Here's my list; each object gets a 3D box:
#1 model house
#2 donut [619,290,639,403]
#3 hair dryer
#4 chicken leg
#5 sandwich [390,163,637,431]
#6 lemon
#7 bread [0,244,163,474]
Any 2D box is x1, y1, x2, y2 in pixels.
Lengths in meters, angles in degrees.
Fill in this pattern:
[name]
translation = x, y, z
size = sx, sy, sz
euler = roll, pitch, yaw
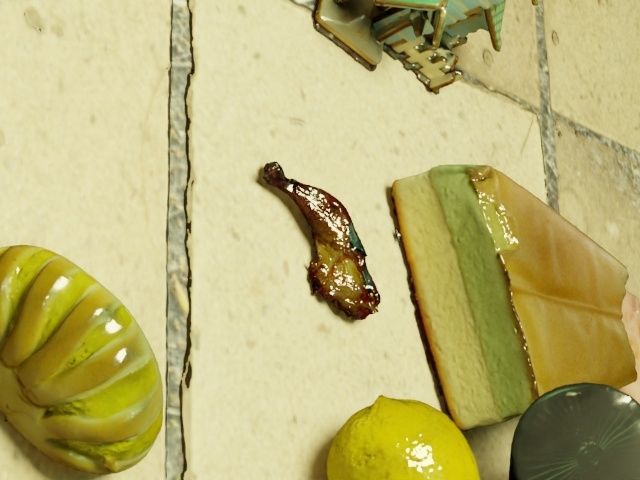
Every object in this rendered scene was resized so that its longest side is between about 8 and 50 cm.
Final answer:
[model house]
translation = 0.103, -0.254, 1.139
size = 0.271, 0.206, 0.178
euler = 37, 51, -33
[donut]
translation = 0.325, 0.136, 1.325
size = 0.233, 0.085, 0.199
euler = 1, 74, -47
[hair dryer]
translation = 0.299, 0.187, 1.106
size = 0.244, 0.302, 0.116
euler = 74, 5, -65
[chicken leg]
translation = 0.003, -0.002, 1.075
size = 0.062, 0.037, 0.145
euler = -30, 101, -35
[sandwich]
translation = 0.172, 0.035, 1.182
size = 0.186, 0.108, 0.220
euler = -10, 82, -48
[lemon]
translation = 0.062, 0.175, 1.012
size = 0.109, 0.109, 0.133
euler = -45, 115, -46
[bread]
translation = -0.146, 0.075, 0.841
size = 0.083, 0.094, 0.157
euler = -43, 116, -50
